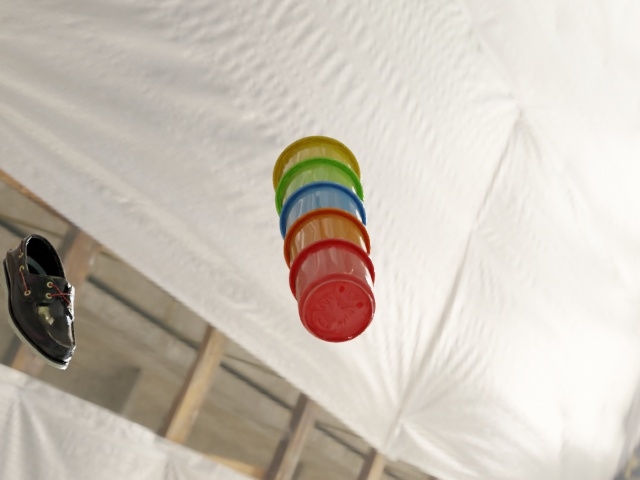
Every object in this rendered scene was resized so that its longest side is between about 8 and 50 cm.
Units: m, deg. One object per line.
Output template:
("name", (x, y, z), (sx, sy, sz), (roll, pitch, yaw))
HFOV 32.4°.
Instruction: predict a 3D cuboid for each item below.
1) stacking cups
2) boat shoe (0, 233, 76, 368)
("stacking cups", (0.000, 0.000, 1.022), (0.316, 0.096, 0.096), (-93, 1, -65))
("boat shoe", (-0.211, 0.044, 0.838), (0.042, 0.133, 0.049), (-45, -47, 11))
